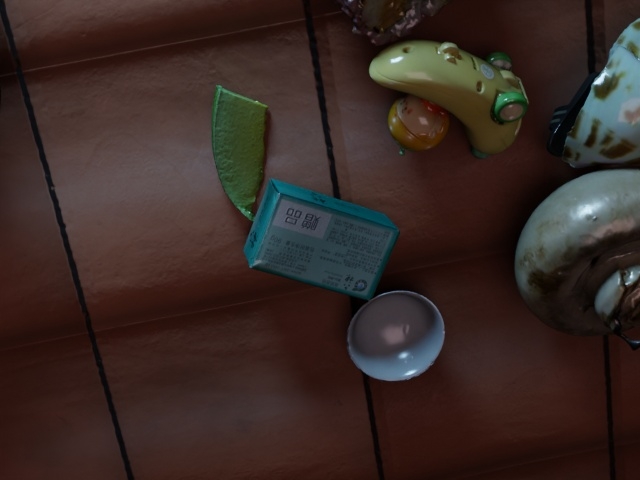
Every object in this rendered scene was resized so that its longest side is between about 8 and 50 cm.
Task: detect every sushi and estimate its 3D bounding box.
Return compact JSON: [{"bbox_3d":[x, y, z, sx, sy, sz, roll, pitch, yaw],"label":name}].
[{"bbox_3d":[0.123,-0.458,1.474,0.270,0.171,0.236,-43,137,7],"label":"sushi"}]

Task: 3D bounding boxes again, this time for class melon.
[{"bbox_3d":[-0.140,-0.154,1.628,0.114,0.053,0.261,-15,116,-22],"label":"melon"}]

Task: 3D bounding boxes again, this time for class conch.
[{"bbox_3d":[0.574,-0.272,1.568,0.249,0.197,0.367,-6,118,-52],"label":"conch"}]

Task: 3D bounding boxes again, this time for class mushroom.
[{"bbox_3d":[0.535,0.045,1.629,0.363,0.294,0.362,-6,136,-6],"label":"mushroom"}]

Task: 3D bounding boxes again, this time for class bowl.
[{"bbox_3d":[0.138,0.169,1.748,0.189,0.086,0.188,-2,109,-5],"label":"bowl"}]

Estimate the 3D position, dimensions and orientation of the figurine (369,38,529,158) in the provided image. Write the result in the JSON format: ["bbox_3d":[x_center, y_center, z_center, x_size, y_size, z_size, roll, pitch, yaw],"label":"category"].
[{"bbox_3d":[0.211,-0.237,1.571,0.325,0.124,0.222,17,138,-31],"label":"figurine"}]

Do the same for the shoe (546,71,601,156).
[{"bbox_3d":[0.463,-0.231,1.675,0.071,0.049,0.179,36,84,-33],"label":"shoe"}]

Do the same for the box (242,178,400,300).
[{"bbox_3d":[0.000,0.000,1.654,0.245,0.092,0.153,17,105,-21],"label":"box"}]
